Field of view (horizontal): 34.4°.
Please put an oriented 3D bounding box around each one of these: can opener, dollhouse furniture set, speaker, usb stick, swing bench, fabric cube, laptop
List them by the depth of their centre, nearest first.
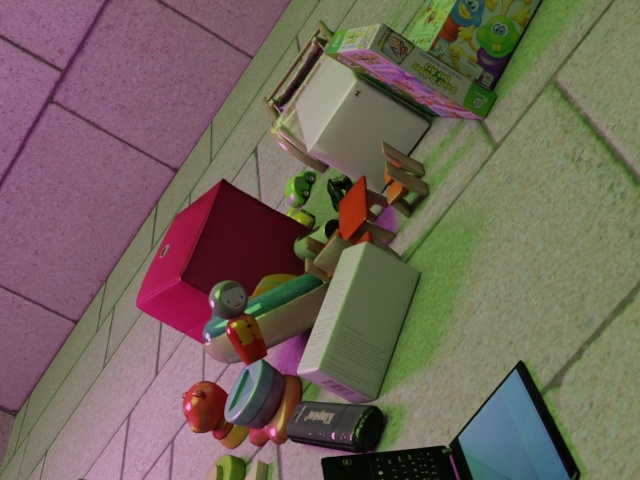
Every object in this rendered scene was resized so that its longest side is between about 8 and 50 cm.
[{"bbox_3d":[0.140,0.272,1.230,0.234,0.264,0.136,-103,9,-64],"label":"laptop"},{"bbox_3d":[0.018,0.294,1.650,0.278,0.045,0.077,-15,49,65],"label":"usb stick"},{"bbox_3d":[0.062,-0.024,1.855,0.262,0.135,0.259,-51,21,26],"label":"dollhouse furniture set"},{"bbox_3d":[0.055,-0.081,2.102,0.059,0.073,0.186,-20,26,-2],"label":"can opener"},{"bbox_3d":[0.000,0.000,2.104,0.136,0.055,0.055,-29,37,57],"label":"speaker"},{"bbox_3d":[-0.200,0.066,2.204,0.258,0.259,0.254,-29,36,57],"label":"fabric cube"},{"bbox_3d":[0.001,-0.339,2.420,0.253,0.165,0.254,-53,21,20],"label":"swing bench"}]

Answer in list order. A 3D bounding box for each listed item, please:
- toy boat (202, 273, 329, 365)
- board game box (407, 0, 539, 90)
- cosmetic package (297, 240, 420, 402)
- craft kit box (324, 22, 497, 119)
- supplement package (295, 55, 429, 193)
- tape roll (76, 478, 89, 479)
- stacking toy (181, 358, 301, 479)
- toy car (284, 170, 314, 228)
[{"bbox_3d":[-0.118,0.131,1.895,0.267,0.148,0.318,-26,-1,10],"label":"toy boat"},{"bbox_3d":[0.285,-0.417,1.842,0.275,0.142,0.144,-61,19,-1],"label":"board game box"},{"bbox_3d":[0.062,0.131,1.664,0.085,0.117,0.231,-23,41,59],"label":"cosmetic package"},{"bbox_3d":[0.155,-0.298,1.844,0.061,0.247,0.250,-60,18,-2],"label":"craft kit box"},{"bbox_3d":[0.075,-0.254,2.088,0.175,0.177,0.293,-55,19,18],"label":"supplement package"},{"bbox_3d":[-0.394,0.583,1.977,0.169,0.246,0.246,-64,19,-11],"label":"tape roll"},{"bbox_3d":[-0.180,0.362,1.926,0.309,0.130,0.279,-35,31,52],"label":"stacking toy"},{"bbox_3d":[-0.073,-0.074,2.396,0.239,0.053,0.225,-33,33,53],"label":"toy car"}]
